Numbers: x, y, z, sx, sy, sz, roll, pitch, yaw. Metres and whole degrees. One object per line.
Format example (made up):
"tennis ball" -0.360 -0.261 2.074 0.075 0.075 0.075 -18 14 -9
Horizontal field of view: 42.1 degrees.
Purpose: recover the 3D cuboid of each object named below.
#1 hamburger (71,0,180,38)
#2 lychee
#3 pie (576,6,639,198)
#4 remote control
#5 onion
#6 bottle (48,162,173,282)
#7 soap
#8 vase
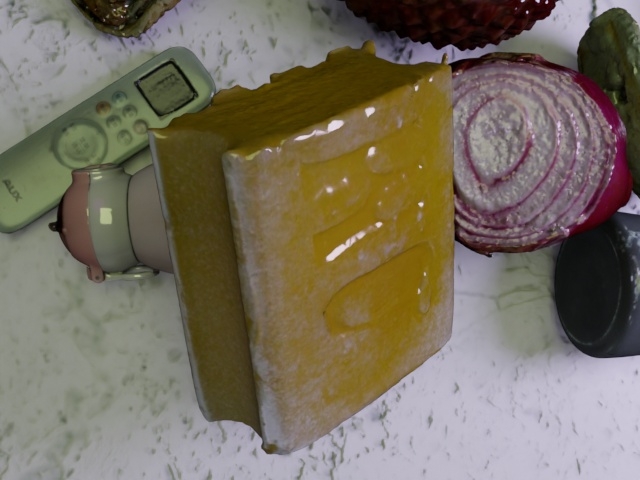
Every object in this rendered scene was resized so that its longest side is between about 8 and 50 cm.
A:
"hamburger" -0.219 -0.355 0.995 0.206 0.130 0.183 -40 87 7
"lychee" 0.148 -0.368 0.948 0.331 0.306 0.305 -7 82 5
"pie" 0.378 -0.149 1.008 0.090 0.201 0.247 -21 78 14
"remote control" -0.264 -0.120 0.983 0.310 0.038 0.090 -35 88 -11
"onion" 0.237 -0.106 0.950 0.206 0.207 0.216 1 104 7
"bottle" -0.180 -0.027 0.933 0.237 0.147 0.147 -4 82 0
"soap" 0.000 0.000 0.830 0.293 0.156 0.334 -28 125 -40
"vase" 0.463 0.058 0.997 0.322 0.173 0.173 3 81 -12
